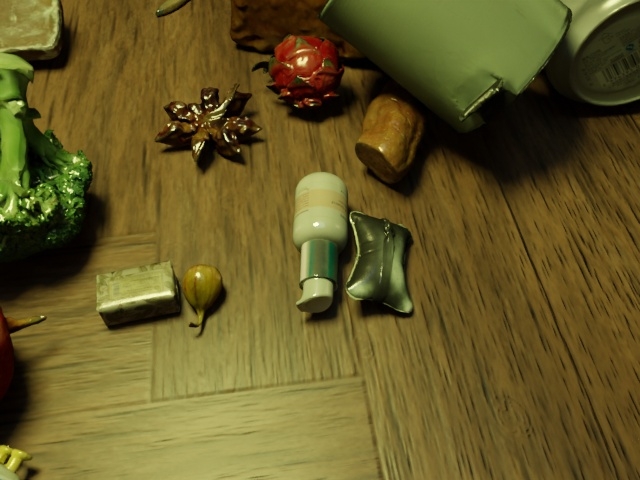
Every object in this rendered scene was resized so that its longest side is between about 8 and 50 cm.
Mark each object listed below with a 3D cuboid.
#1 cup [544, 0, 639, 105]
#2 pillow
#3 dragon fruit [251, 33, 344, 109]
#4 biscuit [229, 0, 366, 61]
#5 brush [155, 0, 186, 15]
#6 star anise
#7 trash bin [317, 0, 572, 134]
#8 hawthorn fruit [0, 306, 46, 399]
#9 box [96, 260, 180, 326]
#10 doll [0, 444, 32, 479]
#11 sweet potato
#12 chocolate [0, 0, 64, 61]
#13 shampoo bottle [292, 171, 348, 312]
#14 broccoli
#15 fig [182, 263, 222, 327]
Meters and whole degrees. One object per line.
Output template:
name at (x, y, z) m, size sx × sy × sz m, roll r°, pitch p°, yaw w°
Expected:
cup at (0.400, -0.398, 0.965) m, size 0.323 × 0.236 × 0.326 m, roll 4°, pitch 52°, yaw -13°
pillow at (0.076, 0.025, 0.780) m, size 0.055 × 0.091 × 0.135 m, roll -20°, pitch 50°, yaw 35°
dragon fruit at (-0.024, -0.268, 0.970) m, size 0.121 × 0.130 × 0.142 m, roll -44°, pitch 60°, yaw 10°
biscuit at (0.057, -0.473, 1.084) m, size 0.395 × 0.166 × 0.342 m, roll 9°, pitch 52°, yaw 9°
brush at (-0.246, -0.485, 1.187) m, size 0.070 × 0.021 × 0.196 m, roll 34°, pitch 63°, yaw 22°
star anise at (-0.173, -0.176, 0.936) m, size 0.168 × 0.057 × 0.167 m, roll -4°, pitch 60°, yaw 6°
trash bin at (0.162, -0.308, 0.823) m, size 0.263 × 0.217 × 0.277 m, roll 36°, pitch 46°, yaw -12°
hawthorn fruit at (-0.401, 0.127, 0.642) m, size 0.196 × 0.196 × 0.225 m, roll 39°, pitch 47°, yaw 26°
box at (-0.227, 0.065, 0.762) m, size 0.098 × 0.045 × 0.062 m, roll -9°, pitch 53°, yaw -7°
doll at (-0.342, 0.274, 0.602) m, size 0.099 × 0.057 × 0.143 m, roll -1°, pitch 51°, yaw 27°
sweet potato at (0.110, -0.181, 0.913) m, size 0.097 × 0.097 × 0.251 m, roll 10°, pitch 48°, yaw 8°
chocolate at (-0.566, -0.358, 1.061) m, size 0.254 × 0.080 × 0.156 m, roll -10°, pitch 69°, yaw -5°
shampoo bottle at (0.000, 0.000, 0.788) m, size 0.074 × 0.074 × 0.192 m, roll 0°, pitch 54°, yaw 1°
broccoli at (-0.416, -0.102, 0.755) m, size 0.270 × 0.270 × 0.270 m, roll 16°, pitch 31°, yaw -10°
fig at (-0.150, 0.070, 0.758) m, size 0.050 × 0.050 × 0.083 m, roll 3°, pitch 64°, yaw 3°
